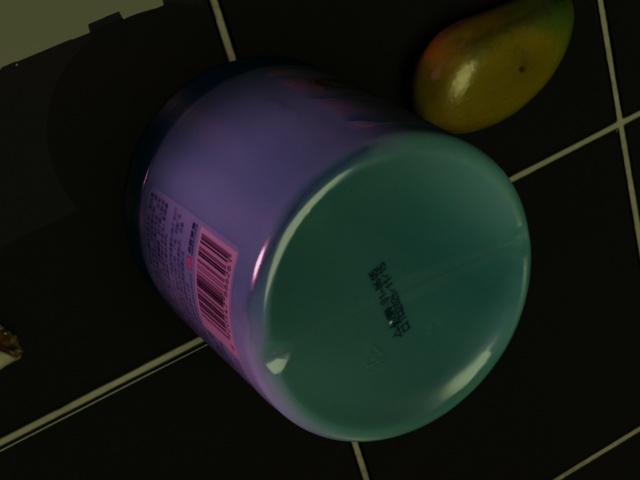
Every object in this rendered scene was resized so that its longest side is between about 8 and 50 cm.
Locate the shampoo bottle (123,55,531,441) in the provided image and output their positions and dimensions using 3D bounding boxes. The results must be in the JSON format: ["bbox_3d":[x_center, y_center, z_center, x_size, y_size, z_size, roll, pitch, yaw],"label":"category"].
[{"bbox_3d":[0.000,0.000,1.342,0.331,0.342,0.331,-10,114,-24],"label":"shampoo bottle"}]

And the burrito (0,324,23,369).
[{"bbox_3d":[-0.462,0.134,1.284,0.299,0.105,0.143,-30,130,-17],"label":"burrito"}]

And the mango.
[{"bbox_3d":[0.213,-0.211,1.529,0.237,0.091,0.137,-23,124,-20],"label":"mango"}]
